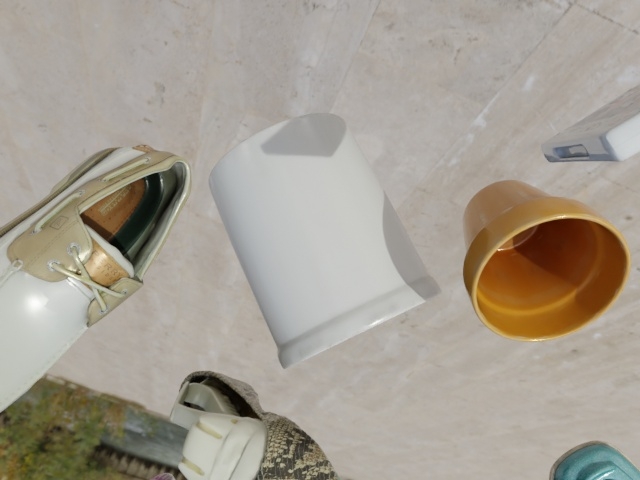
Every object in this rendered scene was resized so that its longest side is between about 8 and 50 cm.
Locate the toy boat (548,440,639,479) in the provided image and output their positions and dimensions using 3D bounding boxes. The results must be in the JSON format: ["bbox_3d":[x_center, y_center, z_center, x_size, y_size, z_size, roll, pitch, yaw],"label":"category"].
[{"bbox_3d":[0.513,0.557,0.971,0.318,0.267,0.148,-33,158,-5],"label":"toy boat"}]

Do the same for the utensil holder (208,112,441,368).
[{"bbox_3d":[0.000,0.000,0.991,0.328,0.385,0.327,-24,169,-5],"label":"utensil holder"}]

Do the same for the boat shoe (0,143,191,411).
[{"bbox_3d":[-0.222,0.018,0.461,0.103,0.302,0.113,-3,139,30],"label":"boat shoe"}]

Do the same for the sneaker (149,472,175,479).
[{"bbox_3d":[-0.330,0.615,1.137,0.236,0.095,0.104,20,133,52],"label":"sneaker"}]

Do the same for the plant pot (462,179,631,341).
[{"bbox_3d":[0.295,0.008,0.746,0.205,0.188,0.205,-1,121,-2],"label":"plant pot"}]

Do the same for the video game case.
[{"bbox_3d":[0.263,-0.117,0.351,0.201,0.183,0.023,-32,91,15],"label":"video game case"}]

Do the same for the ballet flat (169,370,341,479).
[{"bbox_3d":[-0.140,0.300,0.770,0.182,0.164,0.483,37,168,-20],"label":"ballet flat"}]
